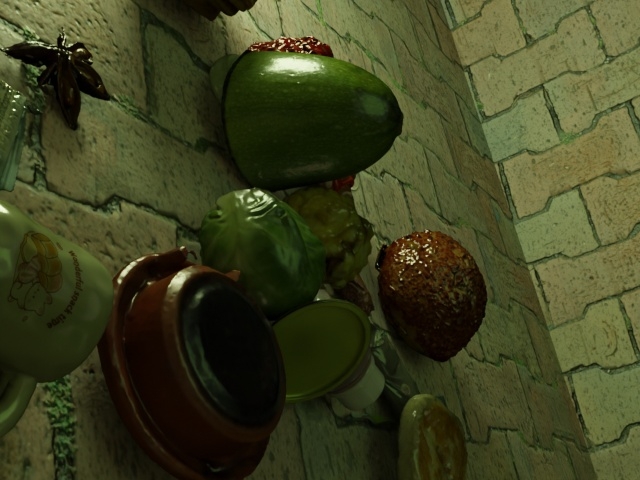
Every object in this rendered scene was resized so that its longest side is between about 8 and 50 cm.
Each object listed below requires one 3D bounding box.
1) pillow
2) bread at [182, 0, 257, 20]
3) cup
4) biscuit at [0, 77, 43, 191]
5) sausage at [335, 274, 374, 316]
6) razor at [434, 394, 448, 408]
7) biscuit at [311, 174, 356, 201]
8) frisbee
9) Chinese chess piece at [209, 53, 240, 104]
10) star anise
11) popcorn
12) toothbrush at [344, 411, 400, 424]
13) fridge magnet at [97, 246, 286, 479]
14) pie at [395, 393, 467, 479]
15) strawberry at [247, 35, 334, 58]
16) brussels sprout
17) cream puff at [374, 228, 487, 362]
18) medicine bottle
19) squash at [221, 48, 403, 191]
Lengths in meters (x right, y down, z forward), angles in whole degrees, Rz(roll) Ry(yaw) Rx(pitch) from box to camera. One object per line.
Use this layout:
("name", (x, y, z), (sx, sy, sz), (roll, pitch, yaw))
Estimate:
("pillow", (0.163, 0.299, 1.958), (0.255, 0.059, 0.169), (58, 20, -6))
("bread", (-0.262, -0.639, 1.834), (0.314, 0.191, 0.370), (38, 31, -37))
("cup", (-0.391, 0.089, 1.011), (0.173, 0.255, 0.202), (30, -7, 44))
("biscuit", (-0.500, -0.202, 1.102), (0.309, 0.079, 0.186), (47, 29, -37))
("sausage", (0.047, 0.035, 1.969), (0.078, 0.078, 0.304), (0, 69, -63))
("razor", (0.239, 0.442, 2.004), (0.232, 0.068, 0.106), (-17, 82, -60))
("biscuit", (0.035, -0.174, 2.065), (0.205, 0.049, 0.324), (-18, 102, -60))
("frisbee", (-0.018, 0.195, 1.530), (0.236, 0.236, 0.017), (40, 10, -43))
("Chinese chess piece", (-0.176, -0.330, 1.874), (0.144, 0.058, 0.144), (44, 34, -39))
("star anise", (-0.399, -0.258, 1.378), (0.157, 0.053, 0.212), (60, 24, -11))
("popcorn", (0.000, 0.000, 1.817), (0.203, 0.200, 0.226), (-54, 153, -33))
("toothbrush", (0.125, 0.380, 1.864), (0.263, 0.026, 0.022), (21, 42, -56))
("fridge magnet", (-0.179, 0.182, 1.290), (0.363, 0.155, 0.363), (45, 31, -36))
("pie", (0.235, 0.494, 1.854), (0.339, 0.077, 0.339), (23, 63, -57))
("strawberry", (-0.051, -0.386, 2.041), (0.234, 0.178, 0.234), (34, 44, -41))
("brussels sprout", (-0.105, 0.026, 1.526), (0.244, 0.244, 0.244), (44, 32, -38))
("cream puff", (0.297, 0.127, 2.200), (0.350, 0.229, 0.350), (43, 36, -41))
("medicine bottle", (0.018, 0.213, 1.671), (0.247, 0.147, 0.147), (51, 29, -29))
("squash", (0.003, -0.253, 1.777), (0.310, 0.309, 0.310), (11, 78, -63))
